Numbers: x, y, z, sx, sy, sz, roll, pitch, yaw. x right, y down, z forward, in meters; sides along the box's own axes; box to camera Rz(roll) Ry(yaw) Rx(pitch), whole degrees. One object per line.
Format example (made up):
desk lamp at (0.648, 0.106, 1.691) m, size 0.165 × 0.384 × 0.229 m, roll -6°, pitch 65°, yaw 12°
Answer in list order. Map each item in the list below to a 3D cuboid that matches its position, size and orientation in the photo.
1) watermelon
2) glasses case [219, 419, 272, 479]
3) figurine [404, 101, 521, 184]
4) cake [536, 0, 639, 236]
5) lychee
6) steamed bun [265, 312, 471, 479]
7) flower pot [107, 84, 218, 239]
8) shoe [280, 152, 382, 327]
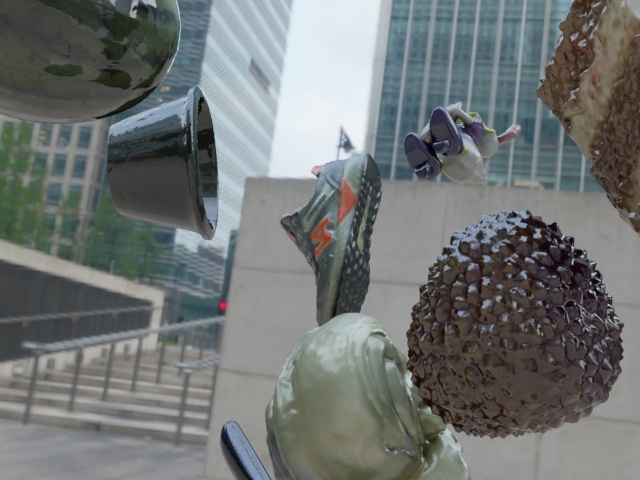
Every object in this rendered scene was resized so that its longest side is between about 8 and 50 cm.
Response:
watermelon at (-0.362, -0.293, 1.054) m, size 0.360 × 0.278 × 0.279 m, roll 5°, pitch -7°, yaw -27°
glasses case at (-0.069, 0.201, 0.723) m, size 0.023 × 0.033 × 0.083 m, roll -10°, pitch 45°, yaw -33°
figurine at (0.344, -0.226, 1.918) m, size 0.154 × 0.193 × 0.421 m, roll -43°, pitch -4°, yaw 32°
cake at (0.410, -0.164, 0.830) m, size 0.282 × 0.290 × 0.255 m, roll -20°, pitch -27°, yaw -3°
lychee at (0.220, 0.092, 0.946) m, size 0.272 × 0.271 × 0.271 m, roll 7°, pitch -9°, yaw 1°
steamed bun at (0.048, 0.292, 1.183) m, size 0.247 × 0.339 × 0.352 m, roll -31°, pitch -4°, yaw -12°
flower pot at (-0.271, -0.129, 1.400) m, size 0.166 × 0.268 × 0.269 m, roll -2°, pitch -10°, yaw 2°
shoe at (0.000, 0.000, 1.473) m, size 0.171 × 0.336 × 0.132 m, roll 4°, pitch -15°, yaw 23°
